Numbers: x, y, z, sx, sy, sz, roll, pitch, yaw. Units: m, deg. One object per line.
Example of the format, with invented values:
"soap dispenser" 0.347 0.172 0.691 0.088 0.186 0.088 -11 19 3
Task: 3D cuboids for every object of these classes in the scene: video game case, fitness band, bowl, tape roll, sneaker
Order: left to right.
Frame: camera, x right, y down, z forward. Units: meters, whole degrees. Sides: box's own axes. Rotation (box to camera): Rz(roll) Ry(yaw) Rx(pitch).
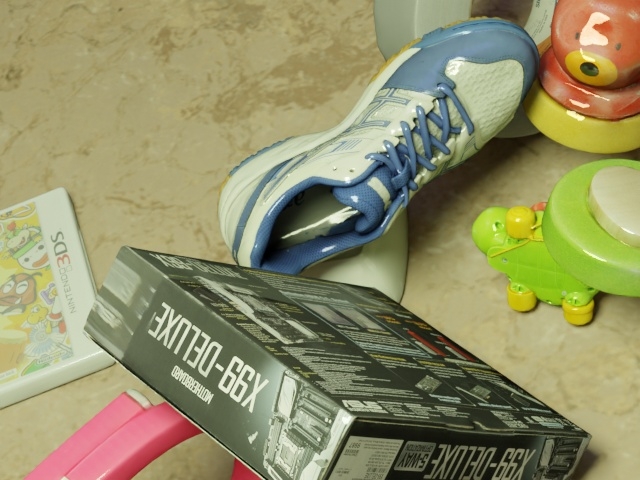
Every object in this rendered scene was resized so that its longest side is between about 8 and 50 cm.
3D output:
"video game case" -0.308 0.067 1.734 0.227 0.026 0.206 -22 49 0
"fitness band" -0.146 0.226 1.431 0.291 0.209 0.054 -42 49 -18
"bowl" 0.000 0.000 1.674 0.142 0.053 0.142 -7 50 14
"sneaker" 0.056 -0.058 1.565 0.296 0.112 0.131 -36 27 10
"tape roll" 0.155 -0.201 1.673 0.219 0.219 0.072 -37 31 -13

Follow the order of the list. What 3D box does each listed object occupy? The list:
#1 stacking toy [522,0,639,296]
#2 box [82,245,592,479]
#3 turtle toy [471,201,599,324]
"stacking toy" 0.310 -0.088 1.528 0.309 0.130 0.279 9 44 4
"box" 0.017 0.105 1.426 0.242 0.307 0.076 34 104 35
"turtle toy" 0.179 0.007 1.594 0.130 0.095 0.066 14 36 26
